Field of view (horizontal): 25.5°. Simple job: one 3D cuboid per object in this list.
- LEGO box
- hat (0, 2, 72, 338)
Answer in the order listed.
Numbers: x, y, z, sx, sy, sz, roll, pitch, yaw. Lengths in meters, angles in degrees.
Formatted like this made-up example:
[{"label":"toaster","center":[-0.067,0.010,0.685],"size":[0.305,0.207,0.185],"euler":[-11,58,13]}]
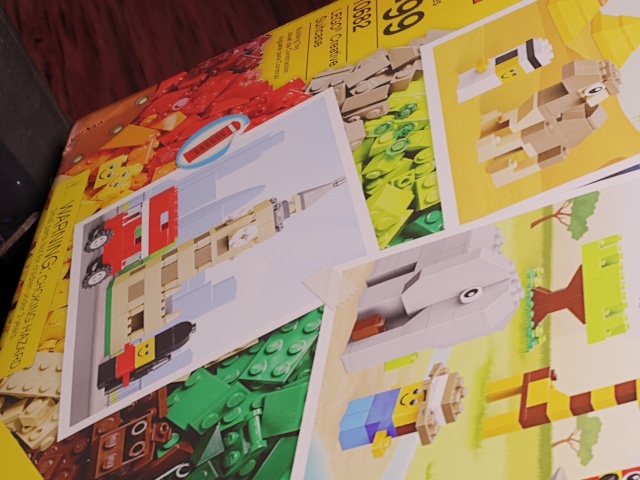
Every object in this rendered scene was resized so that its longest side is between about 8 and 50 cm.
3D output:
[{"label":"LEGO box","center":[0.060,0.076,0.571],"size":[0.373,0.193,0.500],"euler":[-23,31,15]},{"label":"hat","center":[-0.201,0.021,0.714],"size":[0.134,0.331,0.331],"euler":[-22,33,16]}]
